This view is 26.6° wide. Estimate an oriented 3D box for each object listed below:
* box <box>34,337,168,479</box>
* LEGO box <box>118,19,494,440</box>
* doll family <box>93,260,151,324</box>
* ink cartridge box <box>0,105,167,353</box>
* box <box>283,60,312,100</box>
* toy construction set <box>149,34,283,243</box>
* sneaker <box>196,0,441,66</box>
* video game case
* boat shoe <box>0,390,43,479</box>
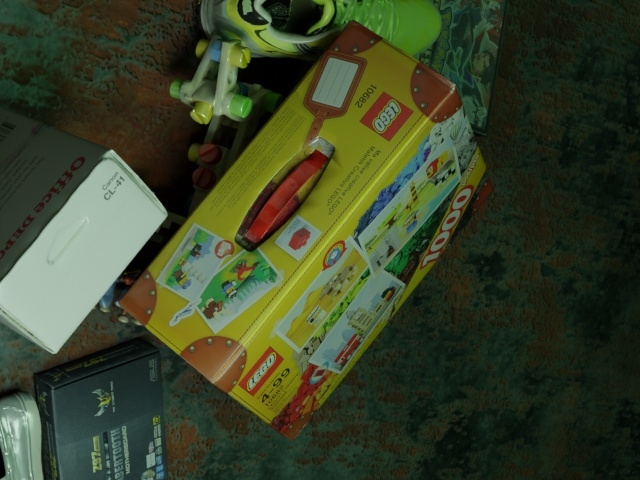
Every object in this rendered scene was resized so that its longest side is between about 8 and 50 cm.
[{"bbox_3d":[-0.317,0.278,1.982,0.183,0.059,0.232,-17,117,-36],"label":"box"},{"bbox_3d":[0.000,0.000,1.929,0.500,0.193,0.372,-51,156,-6],"label":"LEGO box"},{"bbox_3d":[-0.251,0.058,1.947,0.193,0.076,0.111,10,108,-44],"label":"doll family"},{"bbox_3d":[-0.366,-0.023,1.643,0.226,0.306,0.131,-53,133,-13],"label":"ink cartridge box"},{"bbox_3d":[0.030,-0.207,2.114,0.183,0.056,0.231,33,83,-46],"label":"box"},{"bbox_3d":[-0.166,-0.117,1.903,0.327,0.151,0.215,-58,159,2],"label":"toy construction set"},{"bbox_3d":[0.020,-0.307,1.949,0.385,0.147,0.145,-5,98,-30],"label":"sneaker"},{"bbox_3d":[0.212,-0.328,2.200,0.248,0.035,0.274,13,84,-48],"label":"video game case"},{"bbox_3d":[-0.435,0.322,1.888,0.081,0.079,0.227,-8,107,-31],"label":"boat shoe"}]
